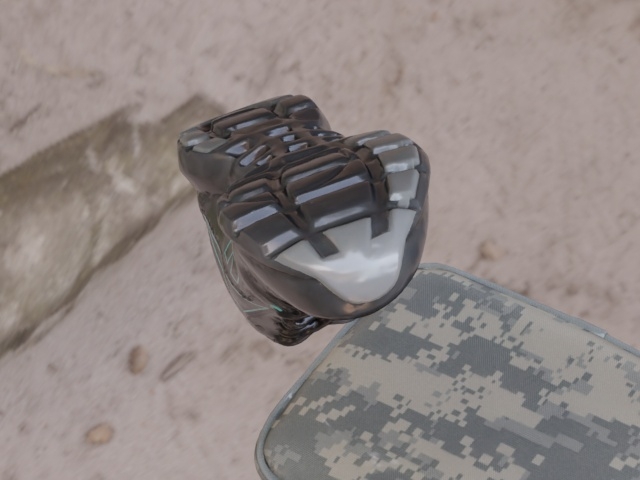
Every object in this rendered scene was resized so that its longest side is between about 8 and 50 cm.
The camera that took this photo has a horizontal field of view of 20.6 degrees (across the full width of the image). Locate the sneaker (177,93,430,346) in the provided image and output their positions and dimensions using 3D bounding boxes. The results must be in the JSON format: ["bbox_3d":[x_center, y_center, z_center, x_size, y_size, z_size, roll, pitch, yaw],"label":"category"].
[{"bbox_3d":[0.000,0.000,0.853,0.101,0.267,0.106,-18,107,-7],"label":"sneaker"}]

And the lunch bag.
[{"bbox_3d":[0.135,0.199,1.111,0.305,0.256,0.212,23,59,31],"label":"lunch bag"}]
